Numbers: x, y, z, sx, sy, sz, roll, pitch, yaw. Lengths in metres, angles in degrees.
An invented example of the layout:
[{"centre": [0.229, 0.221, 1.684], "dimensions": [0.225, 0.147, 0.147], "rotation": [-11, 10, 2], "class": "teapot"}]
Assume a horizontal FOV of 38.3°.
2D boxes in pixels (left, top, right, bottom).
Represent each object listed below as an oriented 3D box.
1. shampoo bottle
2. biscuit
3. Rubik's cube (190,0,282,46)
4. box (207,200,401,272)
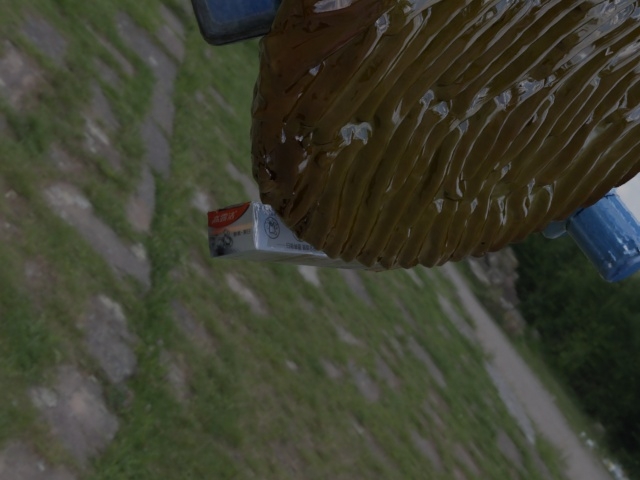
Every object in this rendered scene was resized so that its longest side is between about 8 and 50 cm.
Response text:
[{"centre": [0.195, -0.076, 0.802], "dimensions": [0.061, 0.103, 0.258], "rotation": [-15, 58, -26], "class": "shampoo bottle"}, {"centre": [0.113, -0.093, 0.467], "dimensions": [0.318, 0.318, 0.040], "rotation": [32, 24, -54], "class": "biscuit"}, {"centre": [0.048, -0.316, 0.612], "dimensions": [0.293, 0.292, 0.286], "rotation": [-58, 136, -64], "class": "Rubik's cube"}, {"centre": [0.000, 0.000, 0.789], "dimensions": [0.218, 0.055, 0.039], "rotation": [6, 76, -49], "class": "box"}]
